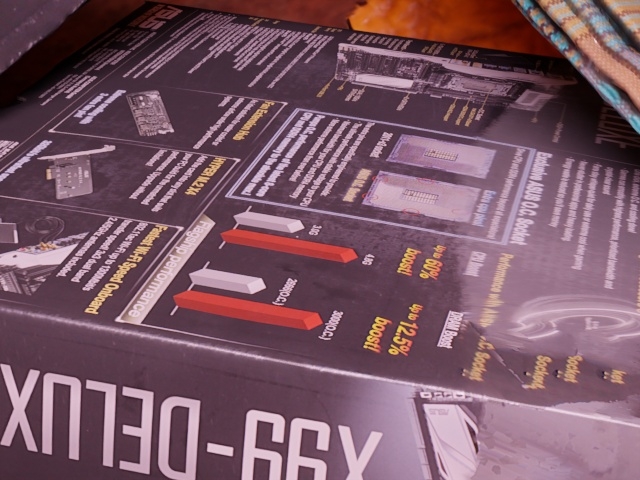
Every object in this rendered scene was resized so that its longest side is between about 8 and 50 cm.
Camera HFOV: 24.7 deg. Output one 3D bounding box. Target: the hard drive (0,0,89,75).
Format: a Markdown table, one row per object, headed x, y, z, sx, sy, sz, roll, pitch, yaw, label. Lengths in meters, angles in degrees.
| x | y | z | sx | sy | sz | roll | pitch | yaw | label |
| --- | --- | --- | --- | --- | --- | --- | --- | --- | --- |
| -0.206 | -0.050 | 0.547 | 0.237 | 0.064 | 0.339 | -7 | 34 | 53 | hard drive |

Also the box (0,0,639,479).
| x | y | z | sx | sy | sz | roll | pitch | yaw | label |
| --- | --- | --- | --- | --- | --- | --- | --- | --- | --- |
| 0.000 | 0.000 | 0.510 | 0.243 | 0.076 | 0.307 | 9 | 24 | 10 | box |

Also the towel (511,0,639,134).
| x | y | z | sx | sy | sz | roll | pitch | yaw | label |
| --- | --- | --- | --- | --- | --- | --- | --- | --- | --- |
| 0.138 | -0.111 | 0.567 | 0.271 | 0.040 | 0.370 | -8 | 56 | -49 | towel |
